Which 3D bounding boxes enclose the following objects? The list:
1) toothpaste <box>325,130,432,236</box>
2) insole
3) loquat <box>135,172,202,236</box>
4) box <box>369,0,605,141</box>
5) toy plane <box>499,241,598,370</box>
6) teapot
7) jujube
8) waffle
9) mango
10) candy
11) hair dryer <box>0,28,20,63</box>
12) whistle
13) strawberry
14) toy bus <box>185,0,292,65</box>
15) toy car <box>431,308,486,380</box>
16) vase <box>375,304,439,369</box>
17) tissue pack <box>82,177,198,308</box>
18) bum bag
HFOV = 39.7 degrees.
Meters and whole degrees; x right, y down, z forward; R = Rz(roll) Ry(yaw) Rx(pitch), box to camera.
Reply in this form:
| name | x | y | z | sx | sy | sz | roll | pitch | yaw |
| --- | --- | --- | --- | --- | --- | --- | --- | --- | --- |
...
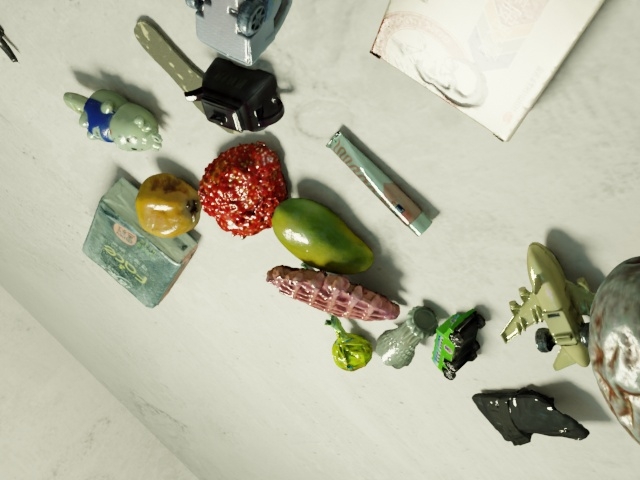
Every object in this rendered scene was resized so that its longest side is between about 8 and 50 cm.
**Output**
| name | x | y | z | sx | sy | sz | roll | pitch | yaw |
| --- | --- | --- | --- | --- | --- | --- | --- | --- | --- |
| toothpaste | 0.091 | -0.089 | 1.386 | 0.205 | 0.036 | 0.056 | 44 | 152 | -1 |
| insole | -0.221 | -0.274 | 1.501 | 0.248 | 0.011 | 0.081 | 46 | 149 | -13 |
| loquat | -0.300 | -0.068 | 1.763 | 0.137 | 0.137 | 0.113 | 28 | -177 | 19 |
| box | 0.196 | -0.280 | 0.980 | 0.214 | 0.069 | 0.353 | 35 | 152 | 7 |
| toy plane | 0.355 | 0.105 | 1.305 | 0.229 | 0.092 | 0.244 | -11 | 128 | 35 |
| teapot | -0.138 | -0.217 | 1.401 | 0.177 | 0.096 | 0.087 | 22 | 146 | 26 |
| jujube | 0.463 | 0.147 | 1.111 | 0.246 | 0.215 | 0.308 | -9 | 125 | 52 |
| waffle | 0.026 | 0.102 | 1.623 | 0.221 | 0.055 | 0.234 | 6 | 165 | 42 |
| mango | -0.003 | 0.000 | 1.552 | 0.191 | 0.085 | 0.122 | 43 | 136 | -13 |
| candy | 0.023 | 0.154 | 1.771 | 0.073 | 0.077 | 0.262 | 15 | 138 | 61 |
| hair dryer | -0.656 | -0.452 | 1.707 | 0.235 | 0.091 | 0.272 | -1 | 145 | 35 |
| whistle | -0.393 | -0.227 | 1.673 | 0.244 | 0.092 | 0.110 | 24 | 157 | 23 |
| strawberry | -0.129 | -0.079 | 1.575 | 0.174 | 0.098 | 0.228 | 47 | 150 | -13 |
| toy bus | -0.095 | -0.379 | 1.091 | 0.109 | 0.136 | 0.330 | 28 | 148 | 15 |
| toy car | 0.238 | 0.176 | 1.551 | 0.062 | 0.071 | 0.165 | 41 | 154 | 26 |
| vase | 0.164 | 0.173 | 1.624 | 0.081 | 0.081 | 0.149 | 38 | 147 | 3 |
| tissue pack | -0.411 | 0.014 | 2.010 | 0.228 | 0.103 | 0.316 | 42 | 150 | -1 |
| bum bag | 0.371 | 0.315 | 1.600 | 0.123 | 0.060 | 0.248 | 46 | 151 | -10 |
